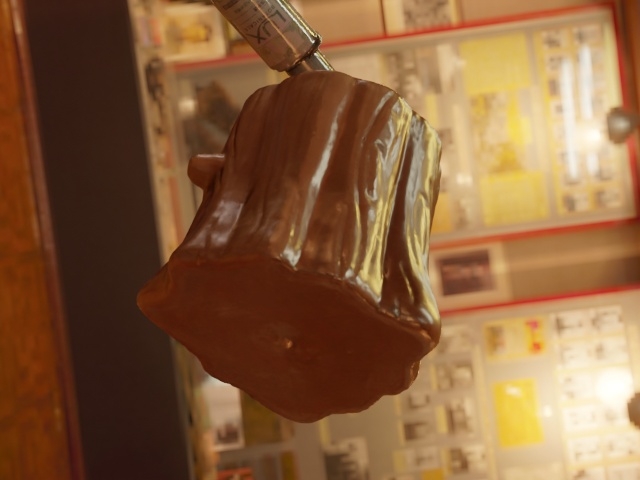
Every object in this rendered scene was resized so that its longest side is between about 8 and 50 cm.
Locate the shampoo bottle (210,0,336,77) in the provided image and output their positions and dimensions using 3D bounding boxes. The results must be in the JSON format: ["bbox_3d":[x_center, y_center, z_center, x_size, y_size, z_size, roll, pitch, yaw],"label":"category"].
[{"bbox_3d":[-0.063,-0.246,1.520,0.214,0.072,0.072,47,17,-20],"label":"shampoo bottle"}]

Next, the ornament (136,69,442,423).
[{"bbox_3d":[0.000,0.000,1.121,0.221,0.235,0.217,73,26,-48],"label":"ornament"}]
